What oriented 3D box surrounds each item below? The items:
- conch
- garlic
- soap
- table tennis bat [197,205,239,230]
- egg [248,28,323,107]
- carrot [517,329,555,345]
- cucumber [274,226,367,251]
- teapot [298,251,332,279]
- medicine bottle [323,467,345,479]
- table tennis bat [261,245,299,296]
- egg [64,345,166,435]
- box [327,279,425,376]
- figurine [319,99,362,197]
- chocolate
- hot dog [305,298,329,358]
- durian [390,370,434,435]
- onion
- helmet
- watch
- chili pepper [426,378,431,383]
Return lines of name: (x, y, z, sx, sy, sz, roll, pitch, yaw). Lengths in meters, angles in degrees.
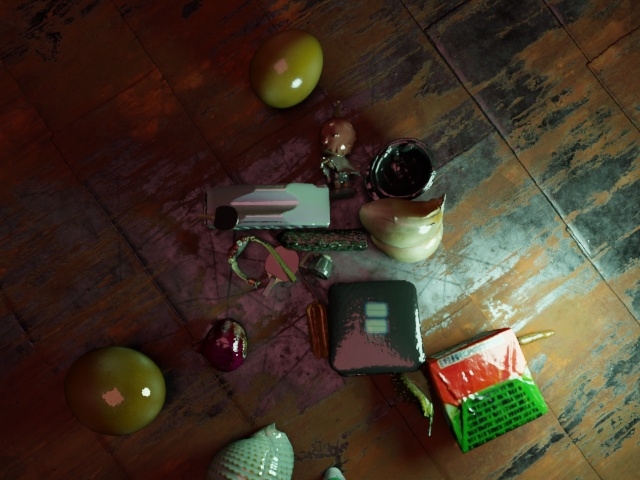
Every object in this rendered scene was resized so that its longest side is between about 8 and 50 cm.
conch: (-0.242, 0.851, 1.477, 0.303, 0.215, 0.319, 43, 87, -9)
garlic: (0.310, -0.049, 1.522, 0.312, 0.286, 0.250, -10, 75, 1)
soap: (-0.190, -0.121, 1.515, 0.445, 0.261, 0.156, -1, 89, -2)
table tennis bat: (-0.351, -0.079, 1.405, 0.156, 0.013, 0.087, 6, 86, 17)
egg: (-0.126, -0.657, 1.560, 0.250, 0.250, 0.322, 38, 75, 1)
carrot: (0.853, 0.380, 1.618, 0.165, 0.035, 0.036, -16, 87, -5)
cucumber: (0.000, 0.000, 1.591, 0.359, 0.096, 0.096, -2, 86, -2)
teapot: (-0.010, 0.088, 1.592, 0.124, 0.092, 0.091, 29, 69, -5)
medicine bottle: (0.053, 0.900, 1.449, 0.095, 0.260, 0.095, 0, 85, -3)
table tennis bat: (-0.168, 0.123, 1.619, 0.130, 0.019, 0.221, 29, 85, 2)
egg: (-0.723, 0.525, 1.446, 0.351, 0.282, 0.283, 26, 86, 2)
box: (0.202, 0.324, 1.543, 0.358, 0.091, 0.351, -3, 72, 0)
figurine: (0.063, -0.362, 1.599, 0.206, 0.166, 0.387, -5, 83, -36)
chocolate: (0.596, 0.538, 1.527, 0.360, 0.161, 0.342, -21, 87, -8)
hot dog: (-0.005, 0.341, 1.582, 0.092, 0.062, 0.236, -5, 90, 23)
durian: (0.339, 0.537, 1.548, 0.132, 0.107, 0.375, -19, 64, -12)
onion: (-0.389, 0.400, 1.544, 0.217, 0.140, 0.195, -4, 93, 2)
helmet: (0.308, -0.273, 1.586, 0.278, 0.160, 0.231, -36, 100, 20)
watch: (-0.237, 0.099, 1.577, 0.165, 0.102, 0.268, -41, 90, 7)
chili pepper: (0.422, 0.556, 1.603, 0.083, 0.022, 0.027, 2, 53, 0)
